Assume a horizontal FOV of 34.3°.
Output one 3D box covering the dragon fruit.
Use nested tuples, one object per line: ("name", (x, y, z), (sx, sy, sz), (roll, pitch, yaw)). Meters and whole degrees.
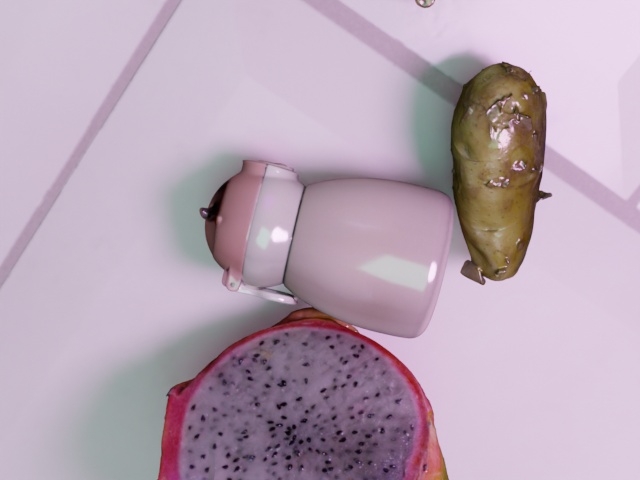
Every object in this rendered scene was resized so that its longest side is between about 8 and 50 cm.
("dragon fruit", (-0.017, 0.236, 1.032), (0.290, 0.291, 0.189), (-13, 144, 2))

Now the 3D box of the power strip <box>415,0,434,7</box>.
("power strip", (0.119, -0.362, 0.919), (0.064, 0.044, 0.305), (7, 112, -5))

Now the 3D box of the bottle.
("bottle", (0.000, 0.000, 1.004), (0.236, 0.147, 0.148), (13, 110, 1))

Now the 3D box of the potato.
("potato", (0.172, -0.063, 0.999), (0.090, 0.117, 0.226), (14, 125, 29))
